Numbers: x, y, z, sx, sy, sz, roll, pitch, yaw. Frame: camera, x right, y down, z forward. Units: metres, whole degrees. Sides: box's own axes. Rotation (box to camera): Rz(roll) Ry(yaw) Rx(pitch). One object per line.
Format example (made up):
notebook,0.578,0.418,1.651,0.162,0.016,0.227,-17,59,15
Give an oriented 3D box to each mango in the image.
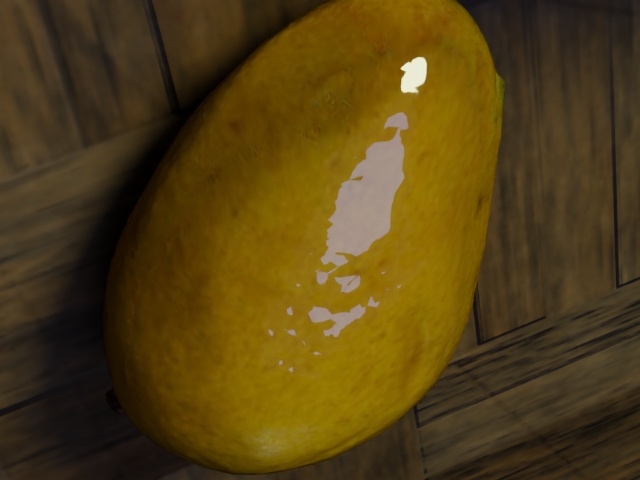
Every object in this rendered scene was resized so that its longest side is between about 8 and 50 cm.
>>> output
mango,0.000,0.000,0.637,0.147,0.109,0.227,27,113,-14
